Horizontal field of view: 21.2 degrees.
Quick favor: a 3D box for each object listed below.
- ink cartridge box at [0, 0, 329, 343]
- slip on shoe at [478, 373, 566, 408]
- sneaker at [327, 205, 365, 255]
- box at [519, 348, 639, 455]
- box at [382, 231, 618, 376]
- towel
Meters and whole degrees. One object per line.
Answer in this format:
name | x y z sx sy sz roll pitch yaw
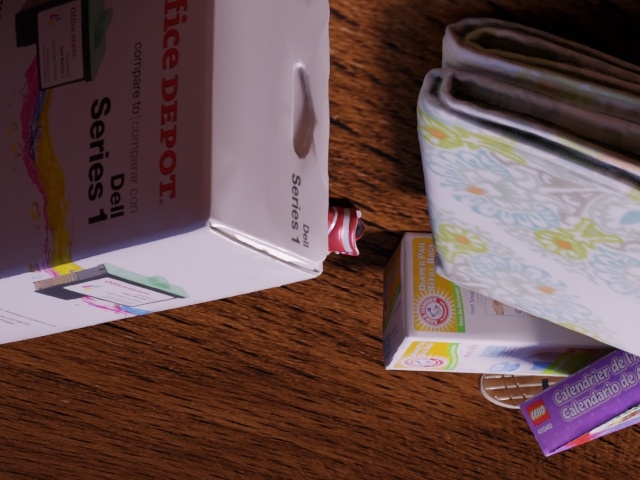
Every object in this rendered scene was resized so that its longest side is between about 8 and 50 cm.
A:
ink cartridge box | -0.140 -0.061 1.077 0.278 0.201 0.117 -13 158 33
slip on shoe | 0.247 0.172 2.016 0.135 0.051 0.041 -1 174 -17
sneaker | 0.000 0.000 1.507 0.067 0.042 0.118 7 158 -10
box | 0.339 0.113 1.598 0.201 0.057 0.293 -35 165 31
box | 0.165 0.062 1.594 0.203 0.103 0.114 3 161 -9
towel | 0.233 -0.008 1.244 0.320 0.090 0.374 23 162 15
